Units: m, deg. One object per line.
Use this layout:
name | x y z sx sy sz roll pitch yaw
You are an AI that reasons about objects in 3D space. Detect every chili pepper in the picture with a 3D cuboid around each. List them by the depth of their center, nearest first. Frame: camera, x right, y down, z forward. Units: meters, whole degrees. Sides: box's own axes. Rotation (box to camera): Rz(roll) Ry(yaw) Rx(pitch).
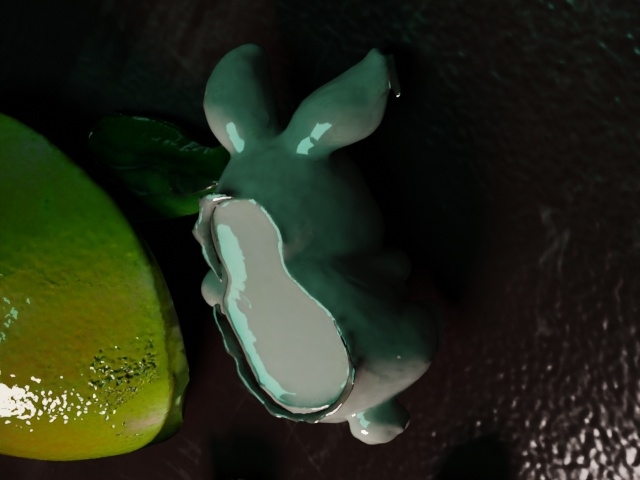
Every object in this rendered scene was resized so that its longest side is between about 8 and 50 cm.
chili pepper | -0.140 -0.066 1.582 0.216 0.062 0.108 -1 110 39

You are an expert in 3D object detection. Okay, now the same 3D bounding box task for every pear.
pear | -0.321 0.070 1.680 0.399 0.165 0.399 32 140 32

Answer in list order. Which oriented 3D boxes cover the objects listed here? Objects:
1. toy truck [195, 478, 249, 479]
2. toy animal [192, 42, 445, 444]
toy truck | -0.092 0.314 1.718 0.100 0.077 0.169 9 118 34
toy animal | -0.005 0.004 1.439 0.208 0.154 0.325 6 107 28
